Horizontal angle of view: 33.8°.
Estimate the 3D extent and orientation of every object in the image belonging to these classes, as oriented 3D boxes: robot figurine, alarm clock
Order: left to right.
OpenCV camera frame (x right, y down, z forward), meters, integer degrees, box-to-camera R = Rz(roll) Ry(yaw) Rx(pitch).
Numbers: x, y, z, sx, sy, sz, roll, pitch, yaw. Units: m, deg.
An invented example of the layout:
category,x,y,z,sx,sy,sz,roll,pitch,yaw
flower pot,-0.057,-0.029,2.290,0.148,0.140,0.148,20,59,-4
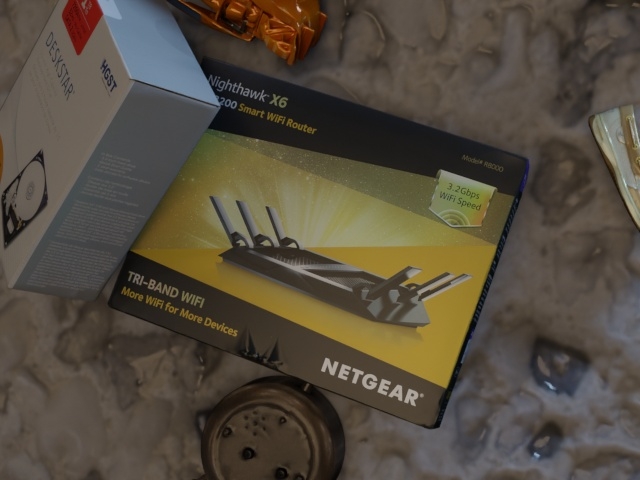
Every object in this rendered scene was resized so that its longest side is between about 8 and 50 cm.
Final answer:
category,x,y,z,sx,sy,sz,roll,pitch,yaw
robot figurine,-0.112,-0.289,0.929,0.291,0.085,0.211,31,137,2
alarm clock,-0.037,0.177,0.978,0.129,0.064,0.192,29,94,12

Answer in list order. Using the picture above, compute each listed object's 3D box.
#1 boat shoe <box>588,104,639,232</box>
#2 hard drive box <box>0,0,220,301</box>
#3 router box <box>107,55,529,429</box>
category,x,y,z,sx,sy,sz,roll,pitch,yaw
boat shoe,0.275,-0.053,0.901,0.045,0.050,0.135,-26,85,18
hard drive box,-0.205,-0.093,0.927,0.232,0.089,0.181,-53,45,25
router box,0.000,0.000,0.934,0.309,0.081,0.243,19,85,13
